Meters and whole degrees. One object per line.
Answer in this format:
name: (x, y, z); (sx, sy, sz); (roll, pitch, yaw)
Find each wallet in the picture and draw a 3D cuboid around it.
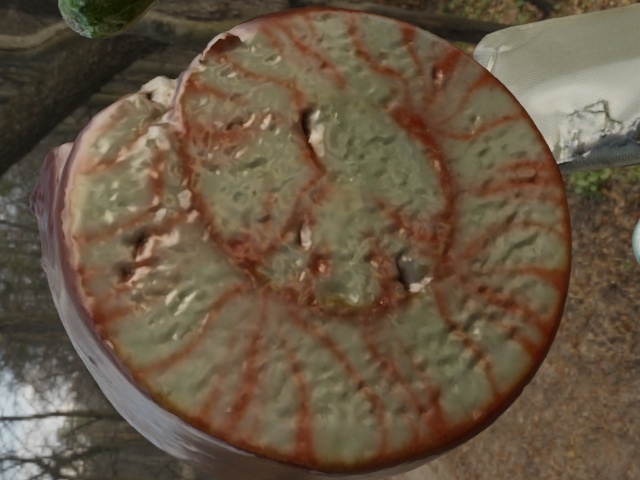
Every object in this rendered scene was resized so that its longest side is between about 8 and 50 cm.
wallet: (0.310, -0.164, 0.723); (0.274, 0.336, 0.068); (-72, -32, -47)

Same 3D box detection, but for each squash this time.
squash: (-0.131, -0.252, 0.625); (0.238, 0.069, 0.069); (-60, -3, -29)

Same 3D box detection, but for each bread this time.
bread: (0.004, 0.001, 0.492); (0.295, 0.328, 0.114); (52, 154, 10)

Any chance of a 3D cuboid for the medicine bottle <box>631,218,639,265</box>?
medicine bottle: (0.191, 0.015, 0.378); (0.047, 0.083, 0.047); (-24, 48, 29)
